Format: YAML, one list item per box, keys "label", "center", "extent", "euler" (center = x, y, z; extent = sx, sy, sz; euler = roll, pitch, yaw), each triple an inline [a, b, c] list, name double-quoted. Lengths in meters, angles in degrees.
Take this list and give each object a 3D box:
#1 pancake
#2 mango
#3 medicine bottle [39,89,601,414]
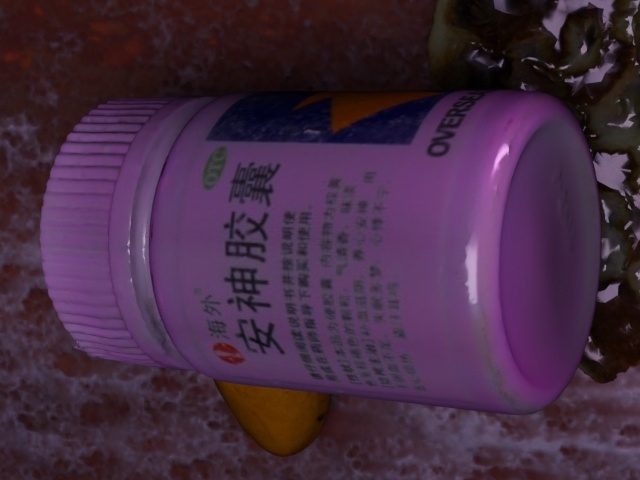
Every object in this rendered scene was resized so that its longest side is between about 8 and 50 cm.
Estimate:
- label: "pancake"
  center: [0.212, -0.133, 0.877]
  extent: [0.305, 0.067, 0.427]
  euler: [-12, 104, 13]
- label: "mango"
  center: [-0.033, 0.093, 1.000]
  extent: [0.079, 0.057, 0.114]
  euler: [-10, 108, 7]
- label: "medicine bottle"
  center: [0.000, 0.000, 0.864]
  extent: [0.291, 0.178, 0.178]
  euler: [4, 108, 30]
